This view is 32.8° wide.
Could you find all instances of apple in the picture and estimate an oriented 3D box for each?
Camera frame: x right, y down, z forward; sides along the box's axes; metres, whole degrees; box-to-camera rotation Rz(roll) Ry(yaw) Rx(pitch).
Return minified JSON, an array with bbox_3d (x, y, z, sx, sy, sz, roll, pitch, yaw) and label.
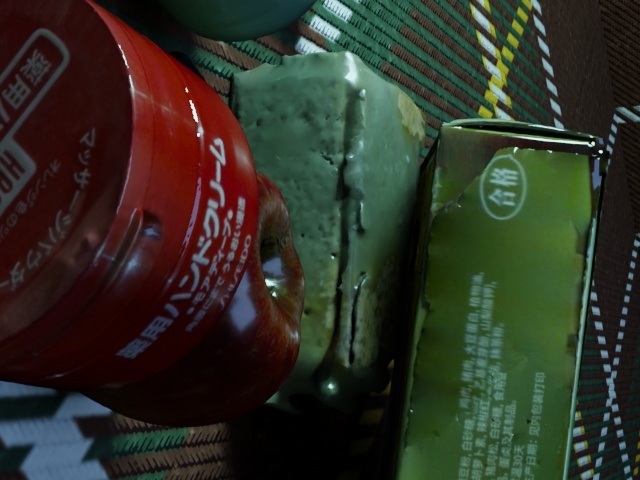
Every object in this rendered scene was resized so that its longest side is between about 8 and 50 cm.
[{"bbox_3d":[-0.096,0.033,0.659,0.147,0.158,0.156,-77,154,-58],"label":"apple"}]

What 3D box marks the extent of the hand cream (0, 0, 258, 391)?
[{"bbox_3d":[-0.137,-0.022,0.539,0.125,0.193,0.193,25,66,-62],"label":"hand cream"}]

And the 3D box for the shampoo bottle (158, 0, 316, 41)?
[{"bbox_3d":[-0.100,-0.265,0.678,0.349,0.151,0.222,53,41,-52],"label":"shampoo bottle"}]

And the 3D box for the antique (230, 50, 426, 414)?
[{"bbox_3d":[0.000,0.000,0.903,0.150,0.125,0.284,32,60,-59],"label":"antique"}]

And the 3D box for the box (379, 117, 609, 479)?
[{"bbox_3d":[0.134,0.125,0.969,0.373,0.138,0.420,22,75,-86],"label":"box"}]

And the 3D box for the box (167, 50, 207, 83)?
[{"bbox_3d":[-0.099,-0.057,0.810,0.125,0.027,0.126,53,43,-52],"label":"box"}]
